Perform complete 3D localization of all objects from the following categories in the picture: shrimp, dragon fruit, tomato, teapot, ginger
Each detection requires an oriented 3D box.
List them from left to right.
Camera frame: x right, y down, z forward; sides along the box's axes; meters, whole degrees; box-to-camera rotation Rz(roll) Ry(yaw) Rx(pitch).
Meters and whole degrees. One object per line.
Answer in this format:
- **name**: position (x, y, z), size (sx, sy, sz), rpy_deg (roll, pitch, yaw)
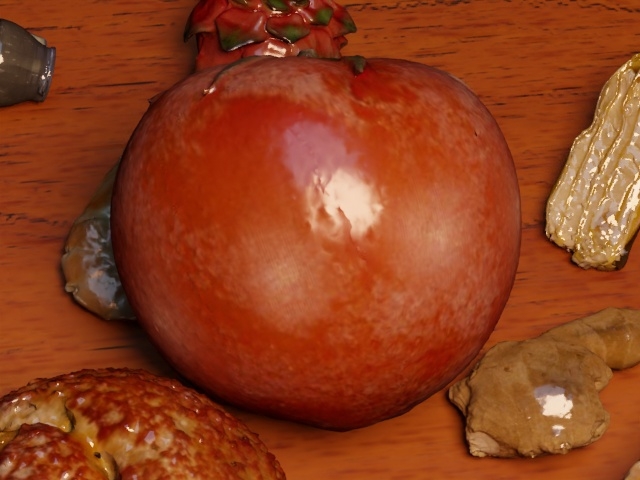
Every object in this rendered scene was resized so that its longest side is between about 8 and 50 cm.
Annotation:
- **teapot**: position (-0.227, -0.133, 1.376), size (0.057, 0.066, 0.088), rpy_deg (14, 32, -19)
- **shrimp**: position (-0.119, -0.019, 1.316), size (0.099, 0.041, 0.180), rpy_deg (17, 57, 5)
- **dragon fruit**: position (-0.034, -0.140, 1.358), size (0.130, 0.121, 0.142), rpy_deg (13, 81, 12)
- **tomato**: position (0.000, 0.000, 1.191), size (0.265, 0.265, 0.265), rpy_deg (2, 57, -3)
- **ginger**: position (0.170, 0.096, 1.248), size (0.165, 0.067, 0.096), rpy_deg (-26, 41, -19)

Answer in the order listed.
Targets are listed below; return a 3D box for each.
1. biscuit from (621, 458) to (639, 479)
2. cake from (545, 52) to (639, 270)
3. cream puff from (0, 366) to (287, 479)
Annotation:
- **biscuit**: position (0.157, 0.228, 1.148), size (0.054, 0.094, 0.378), rpy_deg (38, 63, 19)
- **cake**: position (0.226, -0.064, 1.377), size (0.079, 0.116, 0.185), rpy_deg (19, 89, 13)
- **cream puff**: position (-0.132, 0.181, 1.115), size (0.240, 0.164, 0.240), rpy_deg (-5, 64, 10)
